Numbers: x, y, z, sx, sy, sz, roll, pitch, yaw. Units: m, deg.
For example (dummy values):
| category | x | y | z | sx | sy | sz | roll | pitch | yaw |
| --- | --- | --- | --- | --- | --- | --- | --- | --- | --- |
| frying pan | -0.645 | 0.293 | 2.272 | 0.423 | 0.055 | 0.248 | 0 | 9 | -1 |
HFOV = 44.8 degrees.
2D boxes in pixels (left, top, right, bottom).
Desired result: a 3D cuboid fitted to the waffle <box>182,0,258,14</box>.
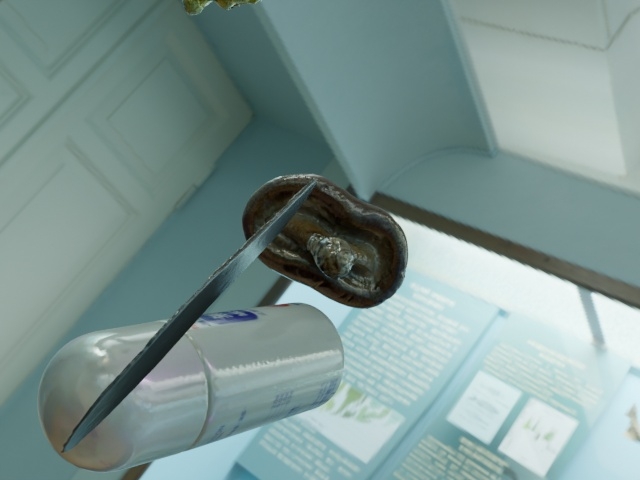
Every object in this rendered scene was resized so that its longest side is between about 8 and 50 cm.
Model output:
| category | x | y | z | sx | sy | sz | roll | pitch | yaw |
| --- | --- | --- | --- | --- | --- | --- | --- | --- | --- |
| waffle | -0.136 | -0.421 | 1.054 | 0.238 | 0.243 | 0.059 | 60 | -13 | 13 |

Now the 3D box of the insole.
| category | x | y | z | sx | sy | sz | roll | pitch | yaw |
| --- | --- | --- | --- | --- | --- | --- | --- | --- | --- |
| insole | -0.084 | 0.040 | 0.605 | 0.007 | 0.328 | 0.111 | 40 | -45 | 1 |

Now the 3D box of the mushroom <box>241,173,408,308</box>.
| category | x | y | z | sx | sy | sz | roll | pitch | yaw |
| --- | --- | --- | --- | --- | --- | --- | --- | --- | --- |
| mushroom | 0.000 | 0.000 | 0.939 | 0.227 | 0.148 | 0.217 | 20 | 4 | 5 |

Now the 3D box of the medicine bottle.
| category | x | y | z | sx | sy | sz | roll | pitch | yaw |
| --- | --- | --- | --- | --- | --- | --- | --- | --- | --- |
| medicine bottle | -0.121 | 0.140 | 0.784 | 0.130 | 0.130 | 0.341 | 26 | 17 | 33 |
